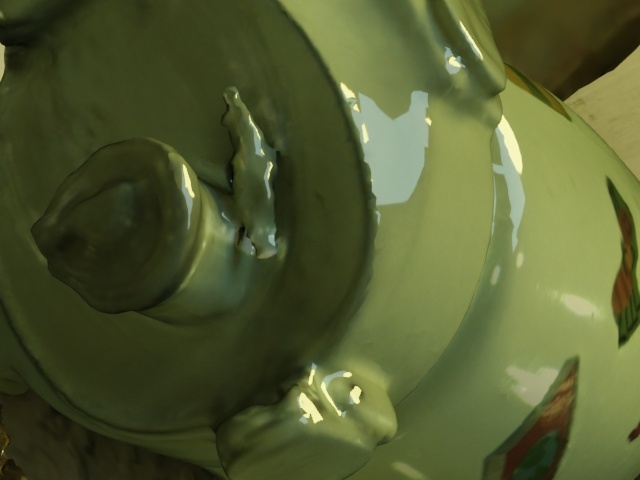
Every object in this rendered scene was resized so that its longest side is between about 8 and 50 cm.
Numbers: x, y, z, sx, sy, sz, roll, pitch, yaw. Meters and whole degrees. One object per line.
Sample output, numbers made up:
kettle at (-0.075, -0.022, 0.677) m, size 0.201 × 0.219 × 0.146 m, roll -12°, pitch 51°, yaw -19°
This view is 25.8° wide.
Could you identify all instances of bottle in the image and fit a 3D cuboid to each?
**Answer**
bottle at (0.000, 0.000, 0.524) m, size 0.352 × 0.229 × 0.229 m, roll 26°, pitch 37°, yaw -60°

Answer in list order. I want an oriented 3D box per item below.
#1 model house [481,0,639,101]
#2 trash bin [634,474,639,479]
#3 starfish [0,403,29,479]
model house at (0.033, -0.365, 0.766) m, size 0.445 × 0.395 × 0.400 m, roll 26°, pitch 24°, yaw -39°
trash bin at (0.325, 0.248, 1.242) m, size 0.115 × 0.165 × 0.225 m, roll 56°, pitch 13°, yaw -16°
starfish at (-0.102, 0.086, 0.272) m, size 0.146 × 0.074 × 0.190 m, roll 47°, pitch 21°, yaw -60°
